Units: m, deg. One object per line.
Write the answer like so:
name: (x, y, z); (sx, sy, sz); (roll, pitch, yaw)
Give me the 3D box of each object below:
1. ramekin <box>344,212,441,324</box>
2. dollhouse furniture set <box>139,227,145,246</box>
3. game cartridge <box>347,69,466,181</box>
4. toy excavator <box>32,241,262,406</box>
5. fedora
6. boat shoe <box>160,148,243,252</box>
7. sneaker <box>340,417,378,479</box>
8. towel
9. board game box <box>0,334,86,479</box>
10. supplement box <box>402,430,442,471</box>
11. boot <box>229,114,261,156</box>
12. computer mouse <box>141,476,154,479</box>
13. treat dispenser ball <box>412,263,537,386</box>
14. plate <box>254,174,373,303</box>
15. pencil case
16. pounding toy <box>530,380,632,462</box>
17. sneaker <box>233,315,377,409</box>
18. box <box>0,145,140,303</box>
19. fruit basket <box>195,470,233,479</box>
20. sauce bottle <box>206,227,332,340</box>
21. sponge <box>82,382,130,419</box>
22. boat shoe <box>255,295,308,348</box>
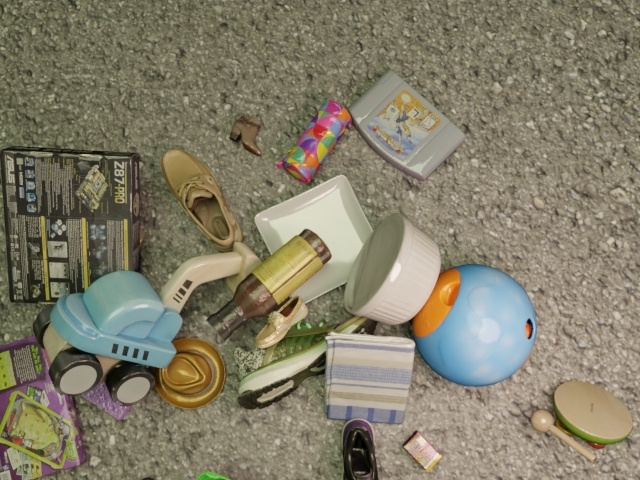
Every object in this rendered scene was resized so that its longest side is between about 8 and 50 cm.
ramekin: (0.177, 0.079, 1.488); (0.127, 0.273, 0.273); (28, 79, -14)
dollhouse furniture set: (-0.638, -0.051, 1.693); (0.197, 0.151, 0.301); (-44, 102, 7)
game cartridge: (0.228, -0.313, 1.710); (0.297, 0.062, 0.198); (44, 79, 11)
toy excavator: (-0.398, 0.162, 1.504); (0.445, 0.432, 0.222); (-55, 45, 9)
fedora: (-0.343, 0.339, 1.580); (0.194, 0.079, 0.195); (-1, 78, 2)
boat shoe: (-0.324, -0.123, 1.667); (0.121, 0.110, 0.341); (-37, 78, -5)
sneaker: (0.093, 0.578, 1.469); (0.107, 0.124, 0.284); (-8, 84, 1)
towel: (0.112, 0.335, 1.486); (0.209, 0.285, 0.034); (4, 35, 4)
board game box: (-0.739, 0.426, 1.571); (0.208, 0.056, 0.347); (-18, 79, 3)
supplement box: (0.250, 0.520, 1.524); (0.055, 0.043, 0.083); (-43, 79, -6)
boot: (-0.196, -0.300, 1.737); (0.118, 0.042, 0.087); (33, 73, 3)
computer mouse: (-0.458, 0.706, 1.530); (0.071, 0.041, 0.242); (20, 86, 16)
treat dispenser ball: (0.362, 0.200, 1.464); (0.287, 0.288, 0.289); (-1, 77, 3)
plate: (0.000, 0.000, 1.655); (0.277, 0.045, 0.278); (-26, 78, -2)
pencil case: (-0.014, -0.271, 1.691); (0.104, 0.104, 0.236); (35, 80, 10)
pounding toy: (0.622, 0.451, 1.479); (0.236, 0.110, 0.183); (-18, 39, -36)
sneaker: (-0.050, 0.252, 1.562); (0.410, 0.158, 0.182); (-26, 60, -8)
box: (-0.628, -0.033, 1.570); (0.317, 0.097, 0.395); (2, 104, -3)
fruit basket: (-0.205, 0.726, 1.341); (0.282, 0.392, 0.392); (18, 79, 7)
sauce bottle: (-0.131, 0.111, 1.539); (0.344, 0.111, 0.111); (-39, 78, -14)
sponge: (-0.573, 0.363, 1.612); (0.210, 0.031, 0.117); (29, 81, 9)
boat shoe: (-0.104, 0.198, 1.537); (0.063, 0.059, 0.170); (11, 41, 44)
